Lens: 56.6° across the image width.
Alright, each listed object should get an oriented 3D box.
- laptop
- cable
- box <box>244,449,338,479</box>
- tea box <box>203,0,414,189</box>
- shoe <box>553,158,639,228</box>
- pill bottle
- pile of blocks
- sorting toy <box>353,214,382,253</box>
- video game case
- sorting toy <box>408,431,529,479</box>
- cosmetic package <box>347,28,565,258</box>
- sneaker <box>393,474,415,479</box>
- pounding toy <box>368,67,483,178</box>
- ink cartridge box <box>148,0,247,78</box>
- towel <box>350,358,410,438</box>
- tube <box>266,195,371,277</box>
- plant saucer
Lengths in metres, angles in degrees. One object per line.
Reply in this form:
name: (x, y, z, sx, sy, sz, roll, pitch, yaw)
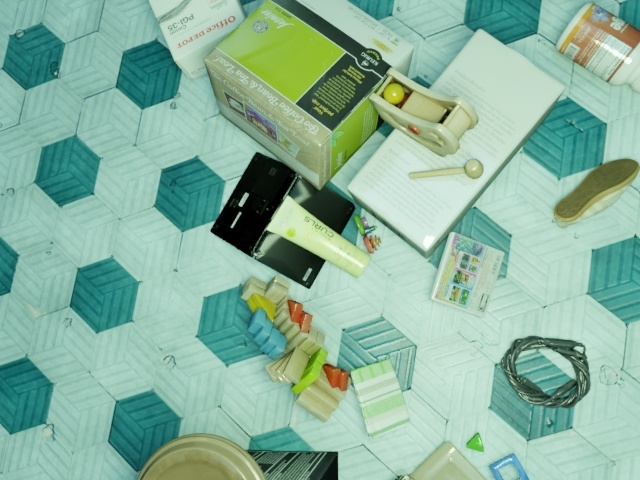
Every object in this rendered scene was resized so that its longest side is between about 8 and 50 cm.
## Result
laptop: (-0.095, -0.053, 1.444, 0.264, 0.136, 0.234, 28, 86, 38)
cable: (0.484, 0.284, 1.287, 0.185, 0.047, 0.150, 3, 88, 7)
box: (-0.126, 0.549, 1.221, 0.294, 0.296, 0.182, -1, 82, 11)
tea box: (-0.024, -0.357, 1.335, 0.329, 0.220, 0.323, 39, 74, 13)
shoe: (0.609, -0.103, 1.315, 0.219, 0.058, 0.076, -35, 47, -1)
pill bottle: (0.646, -0.422, 1.316, 0.216, 0.121, 0.121, 38, 90, 12)
pile of blocks: (-0.058, 0.219, 1.312, 0.362, 0.149, 0.112, 52, 126, 13)
sorting toy: (0.114, -0.021, 1.380, 0.042, 0.061, 0.102, -23, 102, 5)
video game case: (0.326, 0.077, 1.318, 0.143, 0.019, 0.157, 20, 85, -18)
sorting toy: (0.280, 0.563, 1.276, 0.347, 0.047, 0.196, -45, 74, 4)
cosmetic package: (0.294, -0.206, 1.323, 0.230, 0.161, 0.453, 41, 91, 13)
sneaker: (0.177, 0.629, 1.231, 0.118, 0.107, 0.279, 10, 85, -4)
pounding toy: (0.206, -0.212, 1.179, 0.269, 0.154, 0.155, 36, 89, 14)
ink cartridge box: (-0.308, -0.589, 1.502, 0.207, 0.117, 0.283, -26, 78, 5)
towel: (0.132, 0.350, 1.321, 0.113, 0.023, 0.152, -10, 76, -30)
tube: (0.000, 0.000, 1.367, 0.240, 0.062, 0.070, 33, 45, -1)
plant saucer: (-0.222, 0.495, 1.074, 0.278, 0.041, 0.277, -1, 82, 11)
